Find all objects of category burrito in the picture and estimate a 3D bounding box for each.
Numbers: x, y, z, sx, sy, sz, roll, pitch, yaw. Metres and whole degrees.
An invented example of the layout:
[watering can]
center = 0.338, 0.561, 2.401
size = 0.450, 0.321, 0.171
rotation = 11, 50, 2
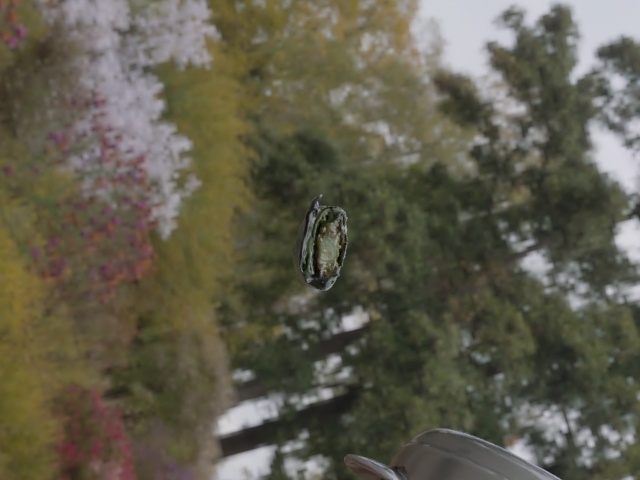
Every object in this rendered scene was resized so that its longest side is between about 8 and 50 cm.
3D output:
[burrito]
center = 0.000, 0.004, 1.091
size = 0.118, 0.044, 0.074
rotation = 130, -34, -87

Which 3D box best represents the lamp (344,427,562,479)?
[lamp]
center = 0.129, 0.196, 0.765
size = 0.108, 0.246, 0.179
rotation = -63, 154, -14
